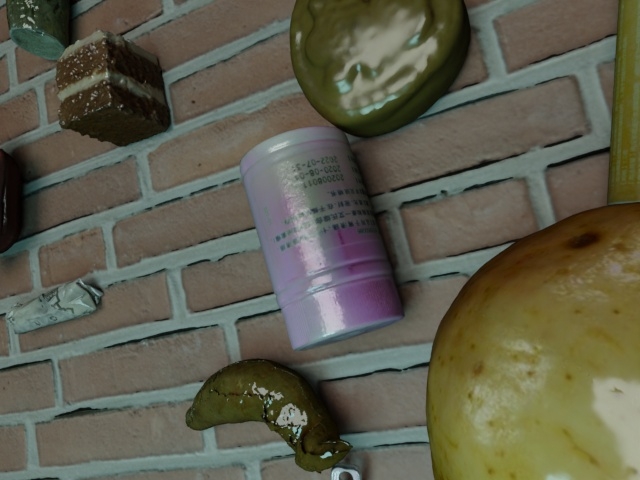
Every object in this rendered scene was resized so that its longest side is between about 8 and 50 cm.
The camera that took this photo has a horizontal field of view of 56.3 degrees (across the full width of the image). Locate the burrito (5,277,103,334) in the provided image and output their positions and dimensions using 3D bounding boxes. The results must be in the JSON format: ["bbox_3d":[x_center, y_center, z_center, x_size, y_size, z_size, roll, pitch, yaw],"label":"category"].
[{"bbox_3d":[-0.472,0.117,1.043,0.203,0.064,0.064,-18,78,23],"label":"burrito"}]

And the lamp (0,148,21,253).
[{"bbox_3d":[-0.626,-0.068,1.072,0.180,0.180,0.257,-6,83,26],"label":"lamp"}]

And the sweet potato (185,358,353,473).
[{"bbox_3d":[-0.076,0.226,0.817,0.310,0.098,0.124,2,76,36],"label":"sweet potato"}]

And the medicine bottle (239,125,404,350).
[{"bbox_3d":[0.000,0.000,0.766,0.152,0.152,0.253,-22,76,23],"label":"medicine bottle"}]

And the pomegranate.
[{"bbox_3d":[0.280,0.164,0.476,0.410,0.410,0.409,-3,84,26],"label":"pomegranate"}]

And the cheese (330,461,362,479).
[{"bbox_3d":[0.032,0.401,0.763,0.137,0.064,0.227,-2,86,23],"label":"cheese"}]

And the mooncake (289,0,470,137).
[{"bbox_3d":[0.064,-0.252,0.779,0.235,0.117,0.234,-3,83,23],"label":"mooncake"}]

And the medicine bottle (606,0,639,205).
[{"bbox_3d":[0.362,-0.240,0.633,0.108,0.108,0.425,4,88,27],"label":"medicine bottle"}]

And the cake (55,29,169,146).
[{"bbox_3d":[-0.335,-0.245,0.968,0.135,0.135,0.147,-11,76,26],"label":"cake"}]

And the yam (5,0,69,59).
[{"bbox_3d":[-0.513,-0.434,1.087,0.107,0.107,0.194,-9,82,26],"label":"yam"}]
